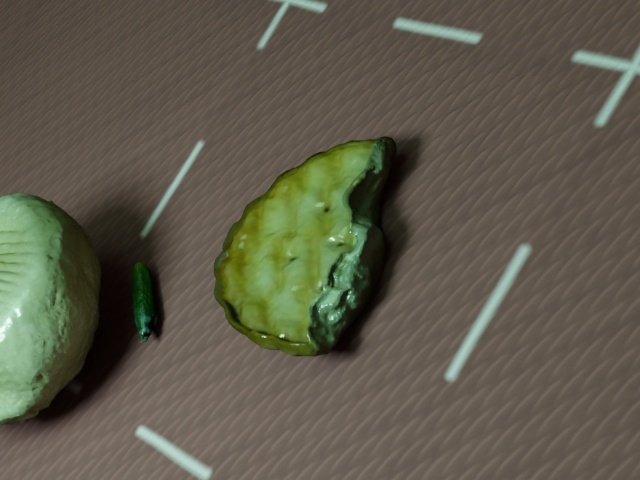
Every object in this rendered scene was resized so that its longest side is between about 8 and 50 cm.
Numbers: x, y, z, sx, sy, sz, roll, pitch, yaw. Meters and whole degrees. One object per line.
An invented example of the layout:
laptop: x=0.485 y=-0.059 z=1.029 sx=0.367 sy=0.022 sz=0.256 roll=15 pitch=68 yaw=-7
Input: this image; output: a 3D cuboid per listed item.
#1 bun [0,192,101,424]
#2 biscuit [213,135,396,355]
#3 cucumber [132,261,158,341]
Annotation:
bun: x=-0.462 y=0.115 z=2.114 sx=0.349 sy=0.227 sz=0.352 roll=-6 pitch=61 yaw=39
biscuit: x=0.000 y=0.000 z=1.909 sx=0.335 sy=0.078 sz=0.329 roll=-47 pitch=39 yaw=4
cucumber: x=-0.261 y=0.095 z=2.096 sx=0.037 sy=0.037 sz=0.155 roll=-32 pitch=43 yaw=21
